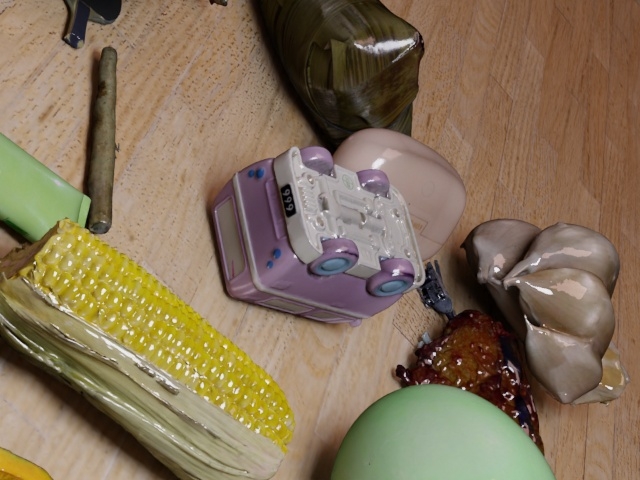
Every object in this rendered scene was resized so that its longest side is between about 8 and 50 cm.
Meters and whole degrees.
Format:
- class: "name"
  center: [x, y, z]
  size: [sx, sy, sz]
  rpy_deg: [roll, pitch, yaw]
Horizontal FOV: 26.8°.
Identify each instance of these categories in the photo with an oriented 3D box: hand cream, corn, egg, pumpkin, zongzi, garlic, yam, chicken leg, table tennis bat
- class: "hand cream"
  center: [-0.267, -0.049, 1.150]
  size: [0.175, 0.046, 0.095]
  rpy_deg: [43, 32, -36]
- class: "corn"
  center: [-0.152, 0.100, 1.122]
  size: [0.305, 0.122, 0.123]
  rpy_deg: [42, 61, -21]
- class: "egg"
  center: [0.117, 0.261, 1.248]
  size: [0.220, 0.220, 0.269]
  rpy_deg: [30, 33, -39]
- class: "pumpkin"
  center: [-0.236, 0.177, 0.956]
  size: [0.101, 0.073, 0.035]
  rpy_deg: [35, 33, -29]
- class: "zongzi"
  center: [0.026, -0.195, 1.673]
  size: [0.286, 0.138, 0.300]
  rpy_deg: [53, -17, 44]
- class: "garlic"
  center: [0.275, 0.081, 1.692]
  size: [0.292, 0.210, 0.237]
  rpy_deg: [57, 41, -37]
- class: "yam"
  center: [-0.207, -0.100, 1.296]
  size: [0.029, 0.027, 0.234]
  rpy_deg: [5, 52, -11]
- class: "chicken leg"
  center: [0.171, 0.204, 1.498]
  size: [0.177, 0.083, 0.322]
  rpy_deg: [13, 48, -19]
- class: "table tennis bat"
  center: [-0.247, -0.255, 1.395]
  size: [0.095, 0.014, 0.158]
  rpy_deg: [38, 34, -32]

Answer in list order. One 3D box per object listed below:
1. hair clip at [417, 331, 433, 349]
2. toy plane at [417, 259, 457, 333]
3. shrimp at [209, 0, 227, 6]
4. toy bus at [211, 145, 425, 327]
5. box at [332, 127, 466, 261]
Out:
- class: "hair clip"
  center: [0.160, 0.154, 1.595]
  size: [0.115, 0.039, 0.030]
  rpy_deg: [46, 29, -15]
- class: "toy plane"
  center: [0.152, 0.077, 1.662]
  size: [0.049, 0.031, 0.120]
  rpy_deg: [15, 47, -61]
- class: "shrimp"
  center: [-0.140, -0.369, 1.622]
  size: [0.143, 0.052, 0.251]
  rpy_deg: [21, 45, -50]
- class: "toy bus"
  center: [0.000, 0.000, 1.395]
  size: [0.202, 0.142, 0.142]
  rpy_deg: [18, 48, -47]
- class: "box"
  center: [0.084, -0.050, 1.567]
  size: [0.200, 0.146, 0.088]
  rpy_deg: [24, 12, -42]
